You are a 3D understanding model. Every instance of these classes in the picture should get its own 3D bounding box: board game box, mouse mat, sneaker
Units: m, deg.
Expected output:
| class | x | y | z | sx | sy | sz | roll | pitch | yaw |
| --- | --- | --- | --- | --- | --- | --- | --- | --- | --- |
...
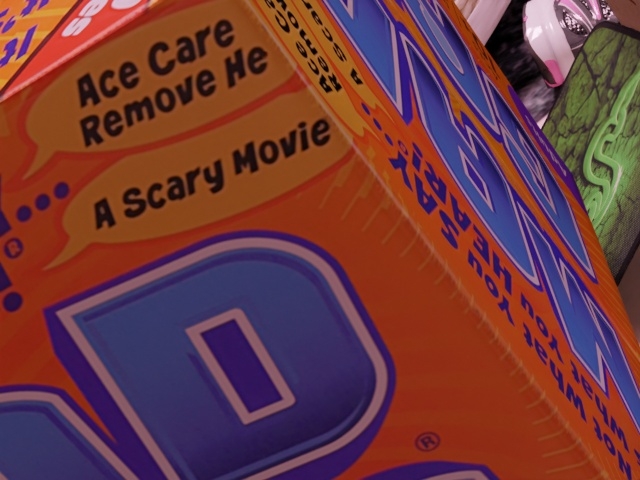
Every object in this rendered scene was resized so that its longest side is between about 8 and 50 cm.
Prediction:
| class | x | y | z | sx | sy | sz | roll | pitch | yaw |
| --- | --- | --- | --- | --- | --- | --- | --- | --- | --- |
| board game box | -0.095 | 0.031 | 0.770 | 0.356 | 0.356 | 0.356 | -30 | 32 | 14 |
| mouse mat | 0.142 | -0.025 | 1.016 | 0.190 | 0.007 | 0.152 | -65 | 23 | 7 |
| sneaker | 0.184 | -0.168 | 1.259 | 0.077 | 0.072 | 0.178 | -15 | 39 | 18 |

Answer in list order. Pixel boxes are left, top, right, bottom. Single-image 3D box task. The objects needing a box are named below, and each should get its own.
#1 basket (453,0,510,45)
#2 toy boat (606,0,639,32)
| class | x | y | z | sx | sy | sz | roll | pitch | yaw |
| --- | --- | --- | --- | --- | --- | --- | --- | --- | --- |
| basket | 0.044 | -0.148 | 1.277 | 0.167 | 0.103 | 0.113 | -59 | 21 | 14 |
| toy boat | 0.256 | -0.144 | 0.966 | 0.148 | 0.267 | 0.318 | -38 | 56 | -4 |
